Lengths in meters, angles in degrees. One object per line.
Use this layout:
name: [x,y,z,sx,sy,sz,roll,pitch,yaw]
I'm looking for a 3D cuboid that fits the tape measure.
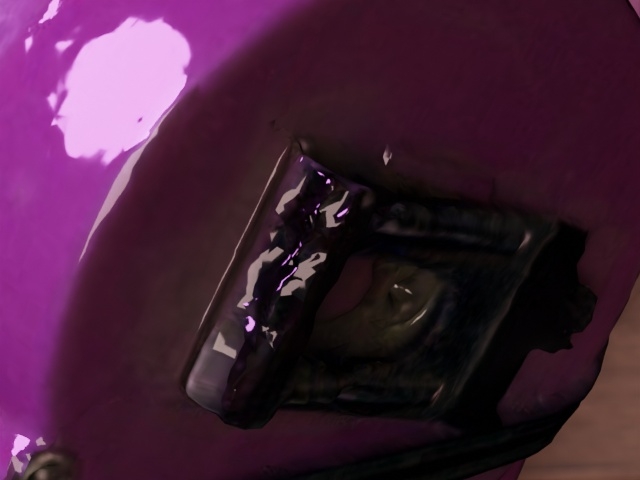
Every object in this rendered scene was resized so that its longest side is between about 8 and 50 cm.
tape measure: [0.000,0.000,0.479,0.149,0.245,0.232,43,115,42]
